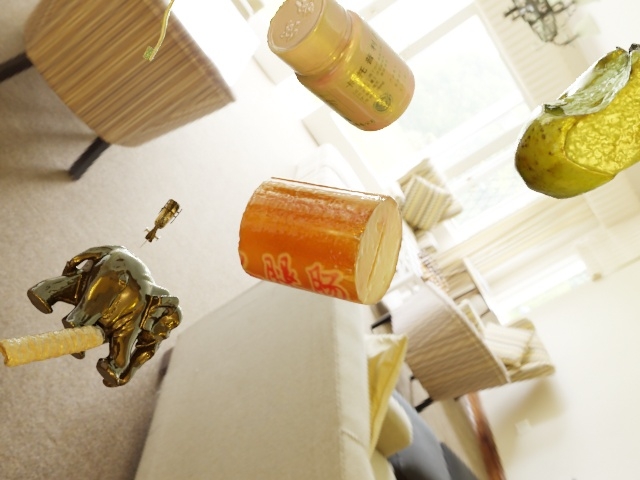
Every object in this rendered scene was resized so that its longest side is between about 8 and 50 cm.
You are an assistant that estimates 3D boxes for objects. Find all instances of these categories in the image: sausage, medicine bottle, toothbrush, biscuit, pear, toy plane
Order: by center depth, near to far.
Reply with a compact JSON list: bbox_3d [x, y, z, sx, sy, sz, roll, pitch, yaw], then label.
[{"bbox_3d":[0.434,-0.186,1.064,0.164,0.256,0.238,55,11,-8],"label":"pear"},{"bbox_3d":[0.039,-0.303,1.087,0.255,0.152,0.152,28,33,-45],"label":"medicine bottle"},{"bbox_3d":[-0.533,0.205,1.271,0.061,0.055,0.219,43,24,23],"label":"biscuit"},{"bbox_3d":[0.000,0.000,1.333,0.233,0.287,0.233,-32,129,-52],"label":"sausage"},{"bbox_3d":[-0.371,-0.563,1.578,0.026,0.262,0.022,27,1,-23],"label":"toothbrush"},{"bbox_3d":[-0.474,-0.057,1.900,0.053,0.197,0.078,40,21,-8],"label":"toy plane"}]

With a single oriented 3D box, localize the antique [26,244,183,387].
[{"bbox_3d":[-0.478,0.163,1.496,0.255,0.185,0.322,-47,124,-39],"label":"antique"}]
